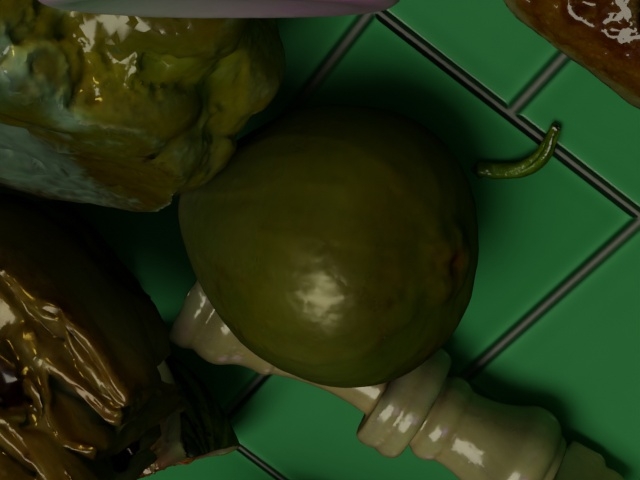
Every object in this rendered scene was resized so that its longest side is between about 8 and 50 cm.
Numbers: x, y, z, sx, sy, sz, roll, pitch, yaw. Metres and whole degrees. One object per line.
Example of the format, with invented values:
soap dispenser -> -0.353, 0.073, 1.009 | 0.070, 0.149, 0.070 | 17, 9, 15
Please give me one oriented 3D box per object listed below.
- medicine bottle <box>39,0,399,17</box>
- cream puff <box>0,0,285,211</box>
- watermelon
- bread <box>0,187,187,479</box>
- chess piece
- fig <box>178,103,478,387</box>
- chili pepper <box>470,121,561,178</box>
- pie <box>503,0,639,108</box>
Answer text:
medicine bottle -> -0.054, -0.288, 0.898 | 0.212, 0.212, 0.325 | 4, 94, 26
cream puff -> -0.197, -0.190, 1.135 | 0.378, 0.275, 0.378 | 12, 164, 3
watermelon -> -0.186, 0.157, 1.497 | 0.303, 0.159, 0.128 | -18, 87, 40
bread -> -0.236, 0.072, 1.291 | 0.314, 0.370, 0.191 | 42, 110, 2
chess piece -> 0.073, 0.127, 1.345 | 0.397, 0.117, 0.117 | 30, 135, 0
fig -> 0.009, 0.004, 1.216 | 0.230, 0.207, 0.207 | -3, 127, 56
chili pepper -> 0.145, -0.060, 1.209 | 0.083, 0.017, 0.030 | -20, 114, 39
pie -> 0.245, -0.189, 1.002 | 0.315, 0.092, 0.315 | 15, 130, 18
